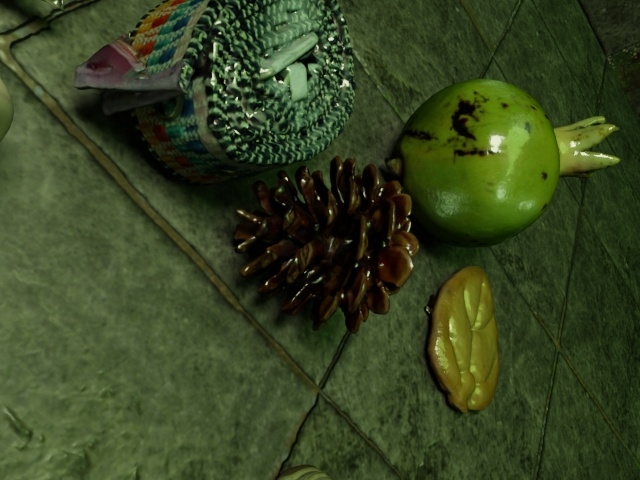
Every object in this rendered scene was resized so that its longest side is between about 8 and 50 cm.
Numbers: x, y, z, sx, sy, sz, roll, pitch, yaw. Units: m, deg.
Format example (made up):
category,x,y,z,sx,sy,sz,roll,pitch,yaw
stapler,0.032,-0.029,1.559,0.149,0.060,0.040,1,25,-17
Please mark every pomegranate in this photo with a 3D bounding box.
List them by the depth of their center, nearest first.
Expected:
category,x,y,z,sx,sy,sz,roll,pitch,yaw
pomegranate,0.276,-0.126,0.805,0.260,0.340,0.261,-12,90,-80

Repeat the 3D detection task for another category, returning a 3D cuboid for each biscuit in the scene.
category,x,y,z,sx,sy,sz,roll,pitch,yaw
biscuit,0.248,0.155,0.860,0.203,0.041,0.260,39,54,-28

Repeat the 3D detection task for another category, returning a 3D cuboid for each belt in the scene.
category,x,y,z,sx,sy,sz,roll,pitch,yaw
belt,-0.090,-0.173,0.571,0.295,0.160,0.207,-56,132,-39

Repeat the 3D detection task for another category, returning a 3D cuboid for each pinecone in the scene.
category,x,y,z,sx,sy,sz,roll,pitch,yaw
pinecone,0.000,0.000,0.574,0.207,0.207,0.208,17,64,-39

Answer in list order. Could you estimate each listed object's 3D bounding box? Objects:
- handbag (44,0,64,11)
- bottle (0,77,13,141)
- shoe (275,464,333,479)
category,x,y,z,sx,sy,sz,roll,pitch,yaw
handbag,-0.289,-0.349,0.471,0.182,0.117,0.271,31,55,-43
bottle,-0.336,-0.153,0.337,0.147,0.147,0.237,-37,95,-44
shoe,0.008,0.374,0.512,0.103,0.098,0.275,5,74,-39
